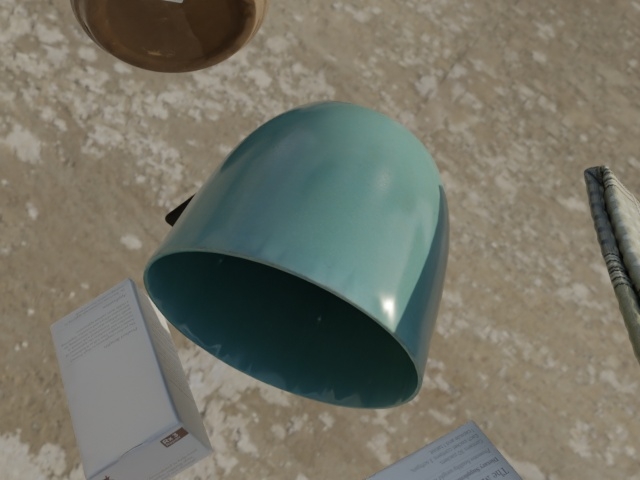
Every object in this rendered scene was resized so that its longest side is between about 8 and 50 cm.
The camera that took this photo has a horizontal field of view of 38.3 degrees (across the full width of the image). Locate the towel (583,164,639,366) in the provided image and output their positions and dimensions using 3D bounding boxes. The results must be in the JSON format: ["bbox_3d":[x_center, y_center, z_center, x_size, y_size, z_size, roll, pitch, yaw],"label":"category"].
[{"bbox_3d":[0.368,0.113,0.875,0.312,0.056,0.324,41,32,-33],"label":"towel"}]

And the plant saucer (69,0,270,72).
[{"bbox_3d":[-0.207,-0.325,1.281,0.277,0.278,0.041,9,55,-25],"label":"plant saucer"}]

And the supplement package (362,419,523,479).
[{"bbox_3d":[0.139,0.302,0.769,0.139,0.134,0.244,-21,55,-32],"label":"supplement package"}]

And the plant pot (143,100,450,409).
[{"bbox_3d":[0.000,0.000,0.954,0.293,0.293,0.235,27,62,-7],"label":"plant pot"}]

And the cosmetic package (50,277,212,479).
[{"bbox_3d":[-0.215,0.162,1.026,0.085,0.117,0.231,56,4,-47],"label":"cosmetic package"}]

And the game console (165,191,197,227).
[{"bbox_3d":[-0.145,-0.050,1.327,0.071,0.122,0.107,54,18,-8],"label":"game console"}]
